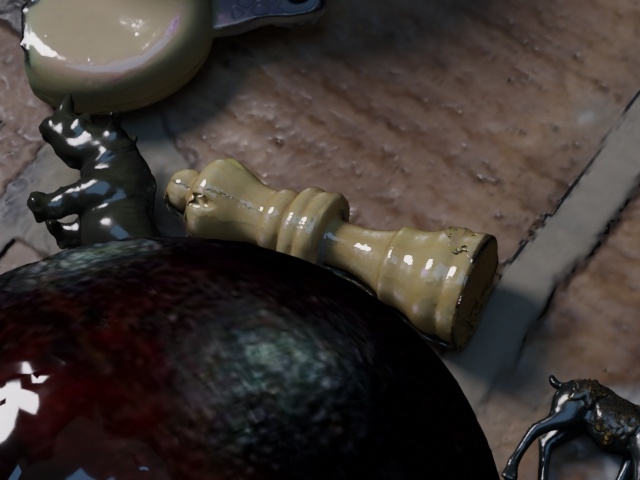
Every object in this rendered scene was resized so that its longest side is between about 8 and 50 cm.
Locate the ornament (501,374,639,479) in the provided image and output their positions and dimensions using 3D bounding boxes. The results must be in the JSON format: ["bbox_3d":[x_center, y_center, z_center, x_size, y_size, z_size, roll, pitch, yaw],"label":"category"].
[{"bbox_3d":[0.144,0.075,0.661,0.073,0.028,0.125,25,70,18],"label":"ornament"}]

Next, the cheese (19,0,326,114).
[{"bbox_3d":[-0.086,-0.127,0.784,0.171,0.047,0.092,-27,65,-6],"label":"cheese"}]

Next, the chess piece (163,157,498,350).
[{"bbox_3d":[0.000,0.000,0.705,0.172,0.060,0.060,19,67,19],"label":"chess piece"}]

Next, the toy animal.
[{"bbox_3d":[-0.115,-0.017,0.727,0.065,0.047,0.135,-19,65,5],"label":"toy animal"}]

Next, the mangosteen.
[{"bbox_3d":[-0.056,0.155,0.503,0.300,0.300,0.300,-3,62,6],"label":"mangosteen"}]
